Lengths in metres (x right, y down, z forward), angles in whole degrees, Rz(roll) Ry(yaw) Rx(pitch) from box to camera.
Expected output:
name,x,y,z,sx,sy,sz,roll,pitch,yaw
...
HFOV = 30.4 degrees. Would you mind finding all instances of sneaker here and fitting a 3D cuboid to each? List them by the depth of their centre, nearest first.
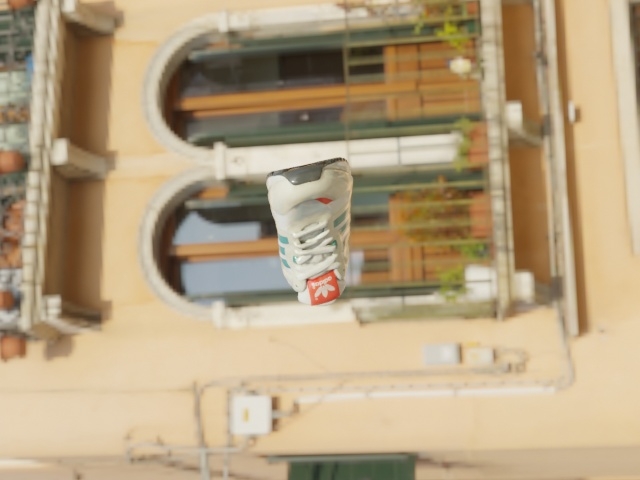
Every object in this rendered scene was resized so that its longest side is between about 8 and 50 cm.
name,x,y,z,sx,sy,sz,roll,pitch,yaw
sneaker,0.000,0.000,0.779,0.161,0.057,0.075,94,162,-75
